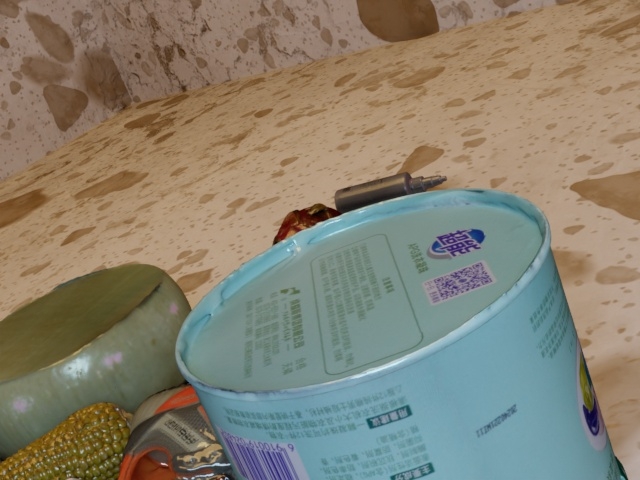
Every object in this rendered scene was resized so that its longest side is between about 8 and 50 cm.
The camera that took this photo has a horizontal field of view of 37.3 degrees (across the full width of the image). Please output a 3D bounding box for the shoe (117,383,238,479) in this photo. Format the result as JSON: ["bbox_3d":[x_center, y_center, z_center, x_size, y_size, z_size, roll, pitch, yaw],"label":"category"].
[{"bbox_3d":[-0.088,0.230,0.994,0.336,0.132,0.171,-13,27,27],"label":"shoe"}]

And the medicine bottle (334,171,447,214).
[{"bbox_3d":[0.124,-0.083,1.642,0.199,0.057,0.057,-14,22,21],"label":"medicine bottle"}]

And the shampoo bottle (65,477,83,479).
[{"bbox_3d":[-0.247,0.303,1.039,0.043,0.072,0.099,-54,30,-12],"label":"shampoo bottle"}]

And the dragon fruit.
[{"bbox_3d":[0.000,0.000,1.497,0.125,0.125,0.246,13,7,8],"label":"dragon fruit"}]

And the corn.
[{"bbox_3d":[-0.345,0.293,1.123,0.293,0.106,0.106,-30,22,-21],"label":"corn"}]

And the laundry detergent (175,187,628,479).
[{"bbox_3d":[0.077,0.157,0.738,0.287,0.305,0.287,-19,21,7],"label":"laundry detergent"}]

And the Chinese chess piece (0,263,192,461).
[{"bbox_3d":[-0.345,0.171,1.361,0.349,0.146,0.349,-20,20,8],"label":"Chinese chess piece"}]
